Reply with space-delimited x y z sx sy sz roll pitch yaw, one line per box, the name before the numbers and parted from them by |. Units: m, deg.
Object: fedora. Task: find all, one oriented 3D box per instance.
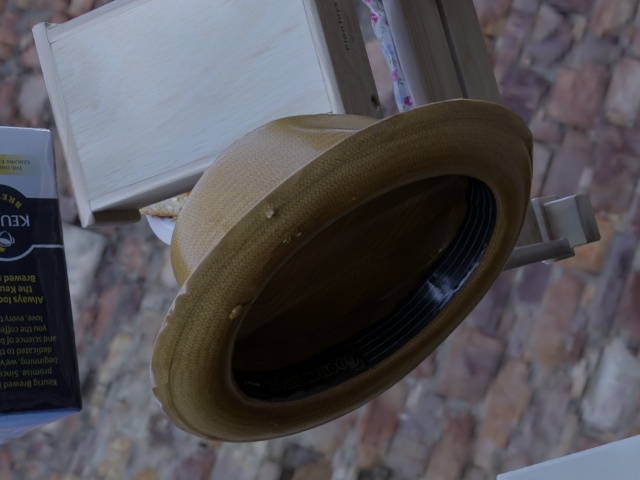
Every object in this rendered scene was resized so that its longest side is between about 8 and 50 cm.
fedora | 0.000 0.000 0.631 0.194 0.079 0.194 -27 -35 -21

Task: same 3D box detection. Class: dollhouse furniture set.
dollhouse furniture set | 0.005 -0.107 0.912 0.355 0.173 0.303 -6 -100 -63

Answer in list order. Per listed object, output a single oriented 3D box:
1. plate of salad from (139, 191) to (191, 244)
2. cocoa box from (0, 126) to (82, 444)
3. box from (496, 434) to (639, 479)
plate of salad | -0.085 -0.096 0.982 0.200 0.048 0.200 -34 49 51
cocoa box | -0.386 0.051 1.095 0.231 0.347 0.228 -26 69 53
box | 0.284 0.200 1.132 0.113 0.275 0.094 42 -145 -53
